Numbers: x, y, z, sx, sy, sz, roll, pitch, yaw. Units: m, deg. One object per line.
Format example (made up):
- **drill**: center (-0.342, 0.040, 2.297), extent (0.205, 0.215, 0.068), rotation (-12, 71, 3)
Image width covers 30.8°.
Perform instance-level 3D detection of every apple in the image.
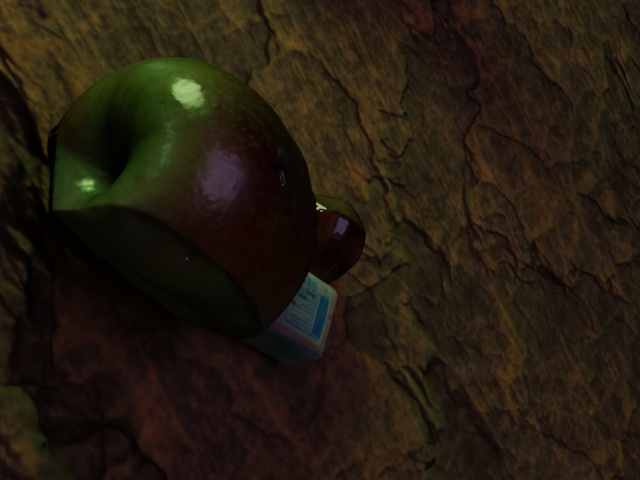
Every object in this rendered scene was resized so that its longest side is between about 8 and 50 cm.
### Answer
- **apple**: center (-0.091, -0.032, 0.835), extent (0.188, 0.207, 0.174), rotation (34, 92, -41)

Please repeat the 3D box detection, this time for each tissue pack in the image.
- **tissue pack**: center (-0.039, 0.052, 0.947), extent (0.094, 0.058, 0.074), rotation (36, 55, -32)

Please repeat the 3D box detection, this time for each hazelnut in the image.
- **hazelnut**: center (0.000, 0.000, 0.998), extent (0.086, 0.086, 0.086), rotation (19, 62, -41)
